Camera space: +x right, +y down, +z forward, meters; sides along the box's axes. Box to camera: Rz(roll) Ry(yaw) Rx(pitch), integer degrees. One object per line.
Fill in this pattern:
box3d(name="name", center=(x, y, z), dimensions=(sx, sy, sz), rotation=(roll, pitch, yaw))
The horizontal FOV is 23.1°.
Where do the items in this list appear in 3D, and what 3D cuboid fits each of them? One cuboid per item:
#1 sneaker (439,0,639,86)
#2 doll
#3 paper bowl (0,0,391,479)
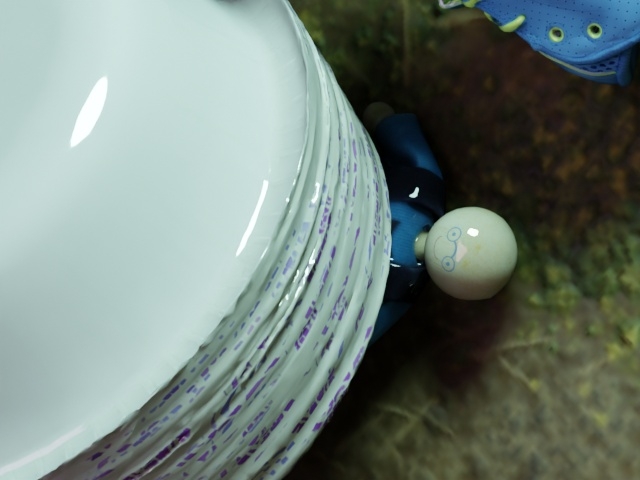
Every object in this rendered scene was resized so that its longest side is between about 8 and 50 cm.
box3d(name="sneaker", center=(0.061, -0.113, 0.576), dimensions=(0.240, 0.091, 0.126), rotation=(-8, 90, 15))
box3d(name="doll", center=(0.000, 0.000, 0.666), dimensions=(0.189, 0.046, 0.129), rotation=(7, 79, 35))
box3d(name="paper bowl", center=(-0.127, -0.008, 0.605), dimensions=(0.284, 0.148, 0.284), rotation=(-14, 51, 18))
